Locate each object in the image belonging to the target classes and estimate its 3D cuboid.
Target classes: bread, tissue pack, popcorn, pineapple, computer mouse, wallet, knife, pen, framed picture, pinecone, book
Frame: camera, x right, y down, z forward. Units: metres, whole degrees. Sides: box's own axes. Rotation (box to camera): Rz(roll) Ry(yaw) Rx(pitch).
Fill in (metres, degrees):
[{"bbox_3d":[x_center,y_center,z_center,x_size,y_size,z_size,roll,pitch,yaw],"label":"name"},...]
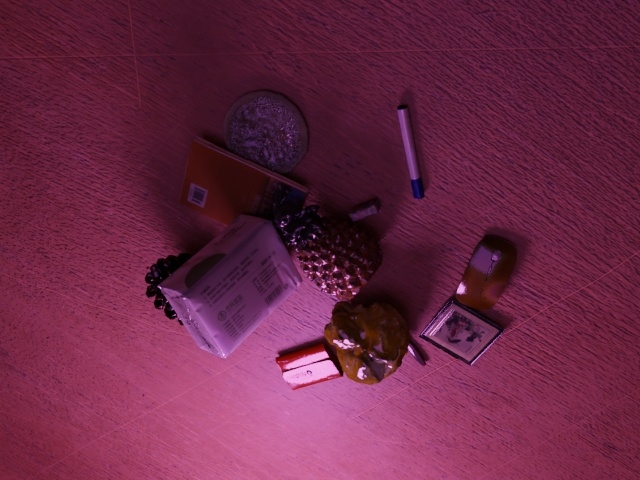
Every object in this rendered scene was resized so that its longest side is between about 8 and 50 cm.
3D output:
[{"bbox_3d":[-0.162,-0.300,1.904,0.266,0.040,0.267,7,119,12],"label":"bread"},{"bbox_3d":[-0.256,0.127,1.952,0.193,0.356,0.266,10,135,49],"label":"tissue pack"},{"bbox_3d":[0.140,0.308,2.032,0.276,0.225,0.277,-1,84,14],"label":"popcorn"},{"bbox_3d":[-0.006,-0.001,1.902,0.357,0.223,0.223,40,121,-16],"label":"pineapple"},{"bbox_3d":[0.481,0.102,1.929,0.125,0.056,0.245,20,119,4],"label":"computer mouse"},{"bbox_3d":[-0.039,0.432,2.255,0.204,0.045,0.142,-21,110,25],"label":"wallet"},{"bbox_3d":[0.261,0.312,2.126,0.035,0.018,0.247,-33,102,33],"label":"knife"},{"bbox_3d":[0.249,-0.241,1.824,0.033,0.033,0.269,-6,116,19],"label":"pen"},{"bbox_3d":[0.438,0.290,2.053,0.199,0.010,0.195,30,128,-1],"label":"framed picture"},{"bbox_3d":[-0.423,0.152,2.082,0.246,0.292,0.247,-7,75,28],"label":"pinecone"},{"bbox_3d":[-0.238,-0.133,1.998,0.373,0.028,0.263,25,131,1],"label":"book"},{"bbox_3d":[0.131,-0.088,1.921,0.083,0.063,0.035,-19,108,25],"label":"tissue pack"}]
